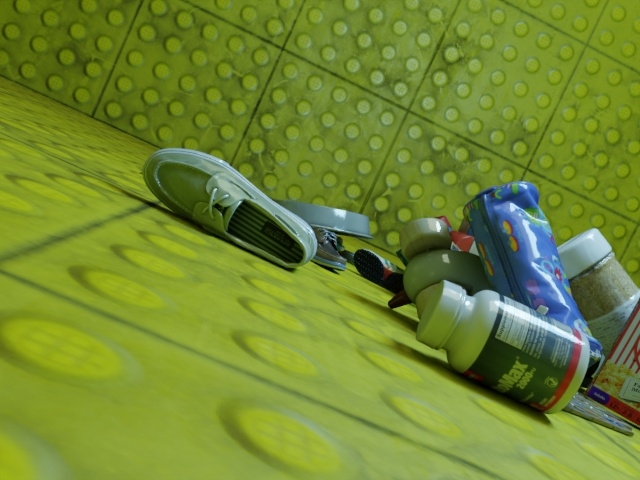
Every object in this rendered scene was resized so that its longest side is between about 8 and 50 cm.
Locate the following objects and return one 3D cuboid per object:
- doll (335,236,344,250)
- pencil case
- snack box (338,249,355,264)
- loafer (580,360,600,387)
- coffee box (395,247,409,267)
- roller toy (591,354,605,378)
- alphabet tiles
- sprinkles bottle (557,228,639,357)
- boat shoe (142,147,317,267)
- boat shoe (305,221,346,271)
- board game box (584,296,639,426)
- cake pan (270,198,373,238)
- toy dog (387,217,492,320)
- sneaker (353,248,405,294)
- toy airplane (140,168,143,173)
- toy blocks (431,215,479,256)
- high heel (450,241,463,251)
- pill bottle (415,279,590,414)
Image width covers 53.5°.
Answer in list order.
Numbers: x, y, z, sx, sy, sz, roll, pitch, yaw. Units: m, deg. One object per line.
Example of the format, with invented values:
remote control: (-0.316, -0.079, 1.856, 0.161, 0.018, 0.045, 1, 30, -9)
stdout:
doll: (0.000, 0.000, 1.532, 0.129, 0.046, 0.189, 15, 0, 11)
pencil case: (0.298, 0.054, 0.919, 0.133, 0.119, 0.306, 32, 39, -44)
snack box: (0.105, 0.058, 1.585, 0.064, 0.022, 0.178, 21, 5, -35)
loafer: (0.383, 0.174, 1.205, 0.303, 0.095, 0.109, 25, 4, 5)
coffee box: (0.238, 0.083, 1.399, 0.184, 0.040, 0.113, 39, 16, -54)
roller toy: (0.577, 0.227, 1.334, 0.191, 0.146, 0.209, 15, 2, 31)
alphabet tiles: (0.342, 0.223, 0.951, 0.237, 0.009, 0.198, 24, 4, -19)
sprinkles bottle: (0.540, 0.154, 1.124, 0.355, 0.121, 0.121, 57, 10, 8)
boat shoe: (-0.138, -0.054, 0.982, 0.302, 0.109, 0.094, 27, 6, -3)
boat shoe: (-0.003, 0.007, 1.271, 0.066, 0.066, 0.183, 21, 5, -39)
board game box: (0.538, 0.202, 1.011, 0.147, 0.193, 0.045, 29, 2, 19)
cake pan: (-0.009, -0.052, 1.566, 0.293, 0.054, 0.293, 10, -1, 0)
toy dog: (0.249, 0.095, 1.060, 0.334, 0.220, 0.161, 30, -42, -14)
sneaker: (0.144, 0.074, 1.389, 0.161, 0.057, 0.075, 31, 4, 22)
toy airplane: (-0.322, -0.128, 1.389, 0.151, 0.028, 0.151, 24, 3, -1)
toy blocks: (0.413, 0.056, 1.756, 0.381, 0.260, 0.191, 23, 4, -20)
high heel: (0.278, 0.047, 1.353, 0.186, 0.093, 0.261, 49, 8, 11)
pill bottle: (0.212, 0.122, 0.758, 0.180, 0.108, 0.108, 25, 4, 3)
